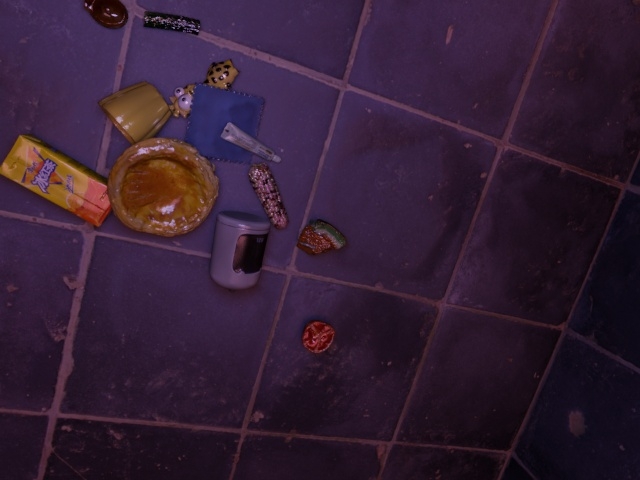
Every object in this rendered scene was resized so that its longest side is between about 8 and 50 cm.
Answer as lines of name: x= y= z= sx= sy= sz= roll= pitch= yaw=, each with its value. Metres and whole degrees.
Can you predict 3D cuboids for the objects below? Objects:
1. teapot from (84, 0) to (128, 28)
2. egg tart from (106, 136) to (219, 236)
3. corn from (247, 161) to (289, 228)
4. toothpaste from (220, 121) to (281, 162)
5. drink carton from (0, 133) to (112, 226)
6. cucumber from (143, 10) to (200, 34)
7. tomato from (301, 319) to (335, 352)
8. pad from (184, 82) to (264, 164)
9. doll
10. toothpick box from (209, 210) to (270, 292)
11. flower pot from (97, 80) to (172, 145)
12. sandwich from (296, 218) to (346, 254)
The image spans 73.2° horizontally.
teapot: x=-0.706 y=-0.758 z=1.423 sx=0.129 sy=0.078 sz=0.098 roll=13 pitch=101 yaw=-18
egg tart: x=-0.560 y=-0.196 z=1.545 sx=0.387 sy=0.169 sz=0.388 roll=-15 pitch=127 yaw=-21
corn: x=-0.205 y=-0.179 z=1.721 sx=0.092 sy=0.092 sz=0.281 roll=-26 pitch=115 yaw=-7
toothpaste: x=-0.258 y=-0.364 z=1.651 sx=0.255 sy=0.037 sz=0.067 roll=25 pitch=109 yaw=-33
drink carton: x=-0.894 y=-0.209 z=1.511 sx=0.351 sy=0.111 sz=0.155 roll=33 pitch=94 yaw=-20
cucumber: x=-0.512 y=-0.751 z=1.490 sx=0.187 sy=0.058 sz=0.058 roll=1 pitch=105 yaw=-15
tomato: x=-0.018 y=0.424 z=1.943 sx=0.155 sy=0.069 sz=0.156 roll=-4 pitch=103 yaw=-16
pad: x=-0.356 y=-0.423 z=1.595 sx=0.269 sy=0.012 sz=0.270 roll=5 pitch=115 yaw=-31
doll: x=-0.425 y=-0.551 z=1.556 sx=0.291 sy=0.086 sz=0.117 roll=-35 pitch=75 yaw=-2
toothpick box: x=-0.332 y=0.052 z=1.692 sx=0.229 sy=0.229 sz=0.316 roll=9 pitch=104 yaw=-17
flower pot: x=-0.624 y=-0.441 z=1.487 sx=0.179 sy=0.195 sz=0.195 roll=-42 pitch=112 yaw=-14
sandwich: x=0.008 y=0.004 z=1.814 sx=0.184 sy=0.109 sz=0.160 roll=33 pitch=93 yaw=-21
